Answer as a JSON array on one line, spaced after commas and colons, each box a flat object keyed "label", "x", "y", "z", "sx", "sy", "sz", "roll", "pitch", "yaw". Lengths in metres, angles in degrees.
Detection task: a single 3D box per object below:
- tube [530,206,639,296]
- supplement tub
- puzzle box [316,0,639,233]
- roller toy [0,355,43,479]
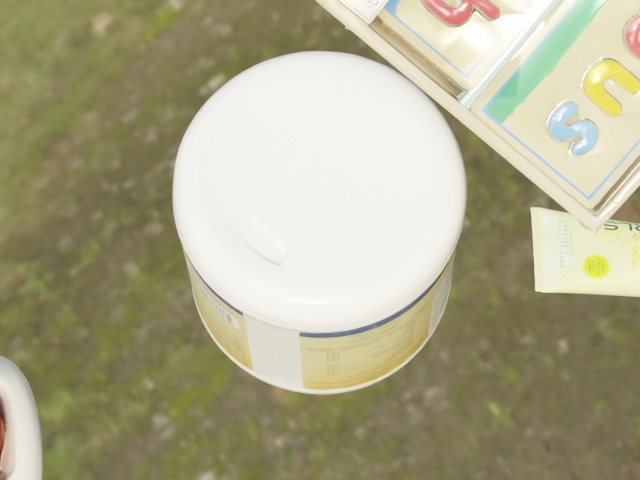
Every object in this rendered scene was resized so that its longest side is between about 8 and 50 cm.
[{"label": "tube", "x": 0.307, "y": 0.020, "z": 1.718, "sx": 0.240, "sy": 0.062, "sz": 0.070, "roll": 7, "pitch": 12, "yaw": -5}, {"label": "supplement tub", "x": 0.000, "y": 0.000, "z": 1.595, "sx": 0.228, "sy": 0.228, "sz": 0.316, "roll": -41, "pitch": -13, "yaw": -12}, {"label": "puzzle box", "x": 0.225, "y": -0.240, "z": 1.343, "sx": 0.409, "sy": 0.272, "sz": 0.052, "roll": -50, "pitch": 10, "yaw": 9}, {"label": "roller toy", "x": -0.298, "y": 0.169, "z": 1.389, "sx": 0.191, "sy": 0.146, "sz": 0.209, "roll": 24, "pitch": 104, "yaw": 60}]
